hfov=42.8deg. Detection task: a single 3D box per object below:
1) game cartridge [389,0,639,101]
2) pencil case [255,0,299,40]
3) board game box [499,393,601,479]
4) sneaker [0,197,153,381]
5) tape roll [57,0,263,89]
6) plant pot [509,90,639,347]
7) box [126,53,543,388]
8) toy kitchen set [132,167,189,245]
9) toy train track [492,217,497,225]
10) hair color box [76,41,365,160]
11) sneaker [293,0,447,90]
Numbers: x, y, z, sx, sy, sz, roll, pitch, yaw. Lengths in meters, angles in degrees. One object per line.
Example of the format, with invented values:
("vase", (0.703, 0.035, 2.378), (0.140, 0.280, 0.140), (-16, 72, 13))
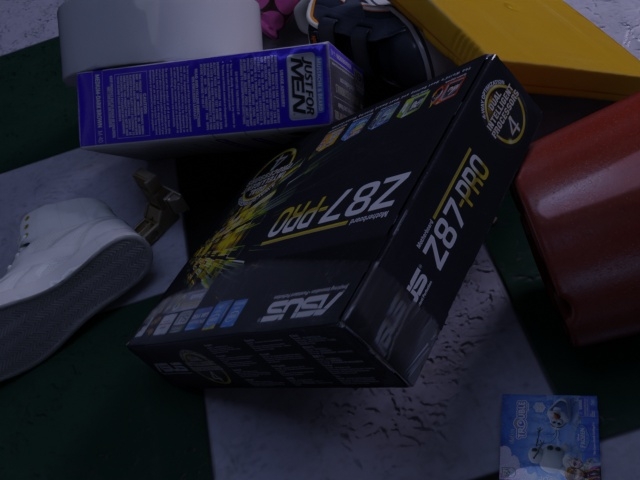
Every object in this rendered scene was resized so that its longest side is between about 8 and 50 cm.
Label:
("game cartridge", (0.237, -0.281, 1.059), (0.285, 0.053, 0.324), (-1, 41, -29))
("pencil case", (-0.047, -0.413, 1.268), (0.209, 0.095, 0.098), (-55, 15, 3))
("board game box", (0.214, 0.188, 0.764), (0.090, 0.020, 0.090), (-3, 49, 18))
("sneaker", (-0.369, 0.056, 1.033), (0.292, 0.108, 0.169), (-33, 41, -17))
("tape roll", (-0.220, -0.274, 1.152), (0.286, 0.286, 0.100), (-4, 92, 15))
("plant pot", (0.330, -0.034, 0.774), (0.265, 0.272, 0.272), (-20, 46, 11))
("box", (0.000, 0.000, 0.831), (0.395, 0.097, 0.318), (-13, 40, 53))
("toy kitchen set", (-0.221, -0.034, 1.064), (0.068, 0.083, 0.075), (25, 61, 35))
("toy train track", (0.174, -0.039, 0.984), (0.083, 0.014, 0.048), (24, 60, 34))
("hair color box", (-0.123, -0.174, 1.076), (0.338, 0.185, 0.110), (-2, 90, 16))
("sneaker", (0.062, -0.279, 1.162), (0.127, 0.126, 0.321), (-24, 38, -8))
